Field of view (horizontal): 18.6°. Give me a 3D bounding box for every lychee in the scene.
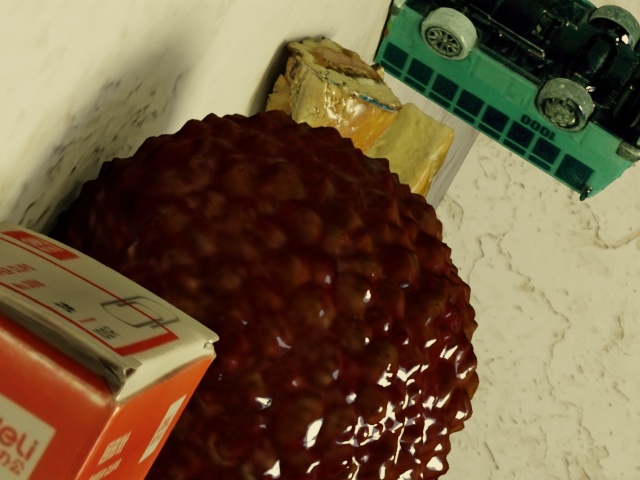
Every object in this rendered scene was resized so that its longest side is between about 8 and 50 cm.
[{"bbox_3d":[-0.045,0.056,1.097,0.264,0.300,0.264,-15,125,-23],"label":"lychee"}]

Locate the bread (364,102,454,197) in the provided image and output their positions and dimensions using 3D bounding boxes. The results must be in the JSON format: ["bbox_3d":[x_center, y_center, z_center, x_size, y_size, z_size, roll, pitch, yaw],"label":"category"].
[{"bbox_3d":[0.000,0.000,1.692,0.239,0.111,0.246,-54,175,-9],"label":"bread"}]

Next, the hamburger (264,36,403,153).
[{"bbox_3d":[0.003,-0.086,1.438,0.102,0.087,0.176,-62,175,13],"label":"hamburger"}]

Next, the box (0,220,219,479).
[{"bbox_3d":[-0.136,0.058,0.877,0.099,0.133,0.182,-61,171,8],"label":"box"}]

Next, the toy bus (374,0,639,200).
[{"bbox_3d":[0.188,-0.156,1.747,0.128,0.256,0.147,-55,175,-26],"label":"toy bus"}]
